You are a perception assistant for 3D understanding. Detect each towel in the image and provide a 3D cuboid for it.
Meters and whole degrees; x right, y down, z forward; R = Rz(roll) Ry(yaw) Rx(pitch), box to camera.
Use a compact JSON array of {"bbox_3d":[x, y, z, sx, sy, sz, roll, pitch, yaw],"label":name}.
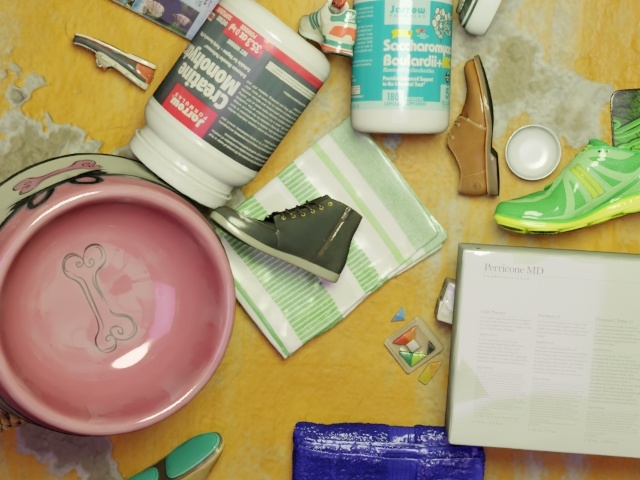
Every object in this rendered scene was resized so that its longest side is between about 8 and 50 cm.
[{"bbox_3d":[0.103,0.404,1.415,0.308,0.076,0.228,2,96,3],"label":"towel"},{"bbox_3d":[0.000,0.000,1.392,0.325,0.038,0.248,-38,92,7],"label":"towel"}]

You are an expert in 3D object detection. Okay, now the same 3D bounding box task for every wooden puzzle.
[{"bbox_3d":[0.149,0.166,1.414,0.116,0.014,0.078,45,97,-2],"label":"wooden puzzle"}]

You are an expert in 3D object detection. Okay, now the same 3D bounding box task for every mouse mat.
[{"bbox_3d":[0.538,-0.159,1.354,0.189,0.007,0.153,-5,97,5],"label":"mouse mat"}]

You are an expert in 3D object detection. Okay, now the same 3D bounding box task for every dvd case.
[{"bbox_3d":[-0.225,-0.420,1.362,0.253,0.022,0.180,27,97,0],"label":"dvd case"}]

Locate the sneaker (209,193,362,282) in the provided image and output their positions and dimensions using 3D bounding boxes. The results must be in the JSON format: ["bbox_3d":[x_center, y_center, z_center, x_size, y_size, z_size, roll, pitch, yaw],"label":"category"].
[{"bbox_3d":[-0.049,-0.031,1.322,0.222,0.083,0.118,25,88,-25],"label":"sneaker"}]

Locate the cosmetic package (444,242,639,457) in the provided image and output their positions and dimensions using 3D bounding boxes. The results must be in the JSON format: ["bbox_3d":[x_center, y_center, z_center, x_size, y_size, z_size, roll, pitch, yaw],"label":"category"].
[{"bbox_3d":[0.379,0.158,1.292,0.377,0.097,0.284,4,99,3],"label":"cosmetic package"}]

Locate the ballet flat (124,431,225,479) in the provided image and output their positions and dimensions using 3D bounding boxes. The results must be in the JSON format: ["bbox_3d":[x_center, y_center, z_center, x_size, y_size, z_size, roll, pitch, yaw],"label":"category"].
[{"bbox_3d":[-0.240,0.386,1.447,0.232,0.080,0.073,-29,122,9],"label":"ballet flat"}]

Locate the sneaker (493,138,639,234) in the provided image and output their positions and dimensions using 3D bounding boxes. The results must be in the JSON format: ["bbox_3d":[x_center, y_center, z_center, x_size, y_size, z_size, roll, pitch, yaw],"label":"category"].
[{"bbox_3d":[0.395,-0.083,1.330,0.295,0.109,0.123,-16,87,2],"label":"sneaker"}]

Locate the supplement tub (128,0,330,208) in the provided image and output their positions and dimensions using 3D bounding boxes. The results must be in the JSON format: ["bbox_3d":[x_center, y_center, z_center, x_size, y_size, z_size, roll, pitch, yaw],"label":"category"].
[{"bbox_3d":[-0.132,-0.201,1.298,0.191,0.191,0.272,37,97,-1],"label":"supplement tub"}]

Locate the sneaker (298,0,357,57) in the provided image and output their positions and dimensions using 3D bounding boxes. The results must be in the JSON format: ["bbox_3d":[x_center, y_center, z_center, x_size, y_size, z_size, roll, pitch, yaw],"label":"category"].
[{"bbox_3d":[0.016,-0.318,1.294,0.057,0.161,0.075,7,112,-23],"label":"sneaker"}]

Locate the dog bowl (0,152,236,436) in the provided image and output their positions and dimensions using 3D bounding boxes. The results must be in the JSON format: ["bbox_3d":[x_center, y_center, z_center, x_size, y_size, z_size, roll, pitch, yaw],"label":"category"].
[{"bbox_3d":[-0.298,0.085,1.236,0.408,0.150,0.408,-4,99,-27],"label":"dog bowl"}]

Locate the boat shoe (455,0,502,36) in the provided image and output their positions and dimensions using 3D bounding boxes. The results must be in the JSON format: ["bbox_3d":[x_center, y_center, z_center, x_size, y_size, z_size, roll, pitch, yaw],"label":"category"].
[{"bbox_3d":[0.234,-0.464,1.284,0.119,0.121,0.335,14,87,-3],"label":"boat shoe"}]

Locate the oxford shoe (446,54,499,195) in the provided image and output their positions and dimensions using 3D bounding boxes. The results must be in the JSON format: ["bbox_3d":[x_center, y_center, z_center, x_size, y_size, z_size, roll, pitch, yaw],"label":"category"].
[{"bbox_3d":[0.225,-0.170,1.341,0.076,0.076,0.212,-2,96,17],"label":"oxford shoe"}]

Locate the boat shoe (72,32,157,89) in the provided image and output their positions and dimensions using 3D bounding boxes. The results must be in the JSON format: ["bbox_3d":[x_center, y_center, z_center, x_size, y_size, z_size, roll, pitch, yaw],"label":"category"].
[{"bbox_3d":[-0.320,-0.278,1.374,0.137,0.049,0.043,24,100,-4],"label":"boat shoe"}]

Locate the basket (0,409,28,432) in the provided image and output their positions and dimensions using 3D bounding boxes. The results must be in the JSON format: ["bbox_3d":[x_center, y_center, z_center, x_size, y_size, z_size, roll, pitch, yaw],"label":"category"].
[{"bbox_3d":[-0.553,0.140,1.350,0.223,0.213,0.299,-19,108,4],"label":"basket"}]

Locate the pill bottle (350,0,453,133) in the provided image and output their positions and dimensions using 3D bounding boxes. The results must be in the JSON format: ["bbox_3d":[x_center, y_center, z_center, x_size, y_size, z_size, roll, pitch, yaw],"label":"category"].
[{"bbox_3d":[0.117,-0.287,1.294,0.146,0.146,0.264,1,97,4],"label":"pill bottle"}]

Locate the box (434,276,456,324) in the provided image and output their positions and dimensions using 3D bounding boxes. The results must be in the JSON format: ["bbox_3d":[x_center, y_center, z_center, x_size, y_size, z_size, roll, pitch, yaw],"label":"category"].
[{"bbox_3d":[0.336,0.137,1.373,0.324,0.067,0.063,18,98,0],"label":"box"}]

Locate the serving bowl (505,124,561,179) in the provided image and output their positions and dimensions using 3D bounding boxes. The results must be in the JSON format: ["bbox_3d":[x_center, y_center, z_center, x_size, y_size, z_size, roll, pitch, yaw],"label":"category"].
[{"bbox_3d":[0.322,-0.134,1.359,0.083,0.027,0.083,0,97,4],"label":"serving bowl"}]
